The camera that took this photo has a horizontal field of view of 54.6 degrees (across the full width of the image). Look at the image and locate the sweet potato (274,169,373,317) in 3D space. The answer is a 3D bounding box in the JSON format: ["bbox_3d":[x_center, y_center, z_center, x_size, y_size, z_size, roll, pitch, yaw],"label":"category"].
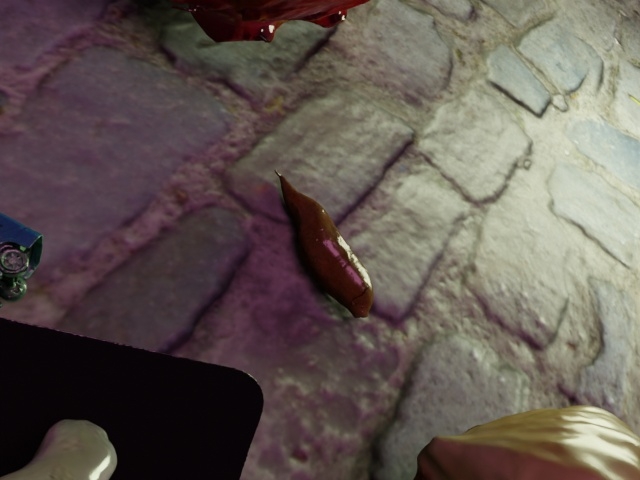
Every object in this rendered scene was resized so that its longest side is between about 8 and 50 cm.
[{"bbox_3d":[0.000,0.000,0.676,0.056,0.056,0.195,-16,68,-39],"label":"sweet potato"}]

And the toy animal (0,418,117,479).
[{"bbox_3d":[-0.154,0.238,0.312,0.308,0.188,0.266,26,12,-23],"label":"toy animal"}]

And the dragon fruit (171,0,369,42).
[{"bbox_3d":[-0.090,-0.394,0.714,0.371,0.249,0.386,37,52,-32],"label":"dragon fruit"}]

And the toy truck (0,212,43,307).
[{"bbox_3d":[-0.284,0.050,0.448,0.081,0.067,0.175,33,54,-7],"label":"toy truck"}]

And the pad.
[{"bbox_3d":[-0.180,0.153,0.432,0.267,0.004,0.181,19,89,-25],"label":"pad"}]

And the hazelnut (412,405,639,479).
[{"bbox_3d":[0.183,0.248,0.534,0.241,0.261,0.261,51,49,2],"label":"hazelnut"}]
